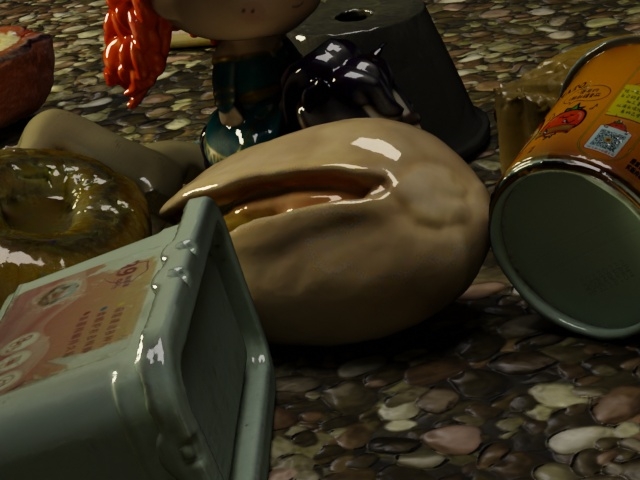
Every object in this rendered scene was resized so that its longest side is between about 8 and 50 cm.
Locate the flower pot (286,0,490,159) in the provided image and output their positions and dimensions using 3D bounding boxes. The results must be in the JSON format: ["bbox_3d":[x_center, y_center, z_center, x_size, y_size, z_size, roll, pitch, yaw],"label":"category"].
[{"bbox_3d":[0.047,-0.173,1.796,0.269,0.166,0.269,-8,19,3],"label":"flower pot"}]

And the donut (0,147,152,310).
[{"bbox_3d":[-0.251,0.017,1.409,0.208,0.128,0.261,8,27,-10],"label":"donut"}]

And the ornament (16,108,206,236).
[{"bbox_3d":[-0.196,-0.065,1.676,0.230,0.061,0.245,24,32,-7],"label":"ornament"}]

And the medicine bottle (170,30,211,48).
[{"bbox_3d":[-0.192,-0.312,2.387,0.218,0.074,0.074,-2,22,25],"label":"medicine bottle"}]

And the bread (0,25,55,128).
[{"bbox_3d":[-0.476,-0.187,2.116,0.190,0.123,0.244,5,25,37],"label":"bread"}]

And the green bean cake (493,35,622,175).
[{"bbox_3d":[0.305,-0.114,1.569,0.224,0.131,0.229,-22,25,-32],"label":"green bean cake"}]

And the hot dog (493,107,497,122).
[{"bbox_3d":[0.253,-0.144,1.764,0.099,0.065,0.147,-34,32,-29],"label":"hot dog"}]

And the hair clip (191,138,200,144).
[{"bbox_3d":[-0.178,-0.100,1.879,0.229,0.036,0.066,-9,25,-16],"label":"hair clip"}]

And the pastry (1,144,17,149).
[{"bbox_3d":[-0.340,-0.026,1.662,0.102,0.112,0.265,23,37,23],"label":"pastry"}]

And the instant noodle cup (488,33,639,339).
[{"bbox_3d":[0.245,-0.034,1.311,0.215,0.216,0.172,8,36,38],"label":"instant noodle cup"}]

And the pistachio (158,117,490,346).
[{"bbox_3d":[0.000,0.000,1.374,0.299,0.188,0.187,-9,19,26],"label":"pistachio"}]

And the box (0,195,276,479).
[{"bbox_3d":[-0.145,0.112,1.162,0.182,0.175,0.312,-17,20,7],"label":"box"}]

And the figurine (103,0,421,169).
[{"bbox_3d":[-0.056,-0.173,1.528,0.241,0.412,0.306,-25,-4,-24],"label":"figurine"}]
